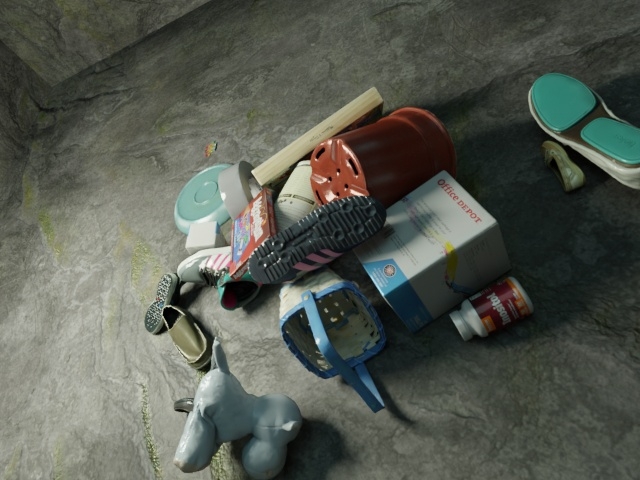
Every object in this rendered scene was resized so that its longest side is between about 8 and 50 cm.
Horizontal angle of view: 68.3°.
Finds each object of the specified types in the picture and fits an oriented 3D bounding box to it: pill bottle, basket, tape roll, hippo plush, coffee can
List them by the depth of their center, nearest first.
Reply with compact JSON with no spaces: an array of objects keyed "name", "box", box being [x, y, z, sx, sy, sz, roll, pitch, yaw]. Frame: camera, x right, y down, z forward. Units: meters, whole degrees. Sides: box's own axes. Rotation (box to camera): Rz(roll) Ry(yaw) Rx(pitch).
[{"name":"pill bottle","box":[0.350,0.145,0.975,0.152,0.086,0.086,-31,47,8]},{"name":"basket","box":[0.030,0.201,1.011,0.201,0.254,0.289,-29,36,6]},{"name":"hippo plush","box":[-0.165,0.387,1.043,0.237,0.234,0.294,19,81,-8]},{"name":"coffee can","box":[-0.042,-0.047,1.271,0.202,0.201,0.275,11,64,36]},{"name":"tape roll","box":[-0.217,-0.128,1.424,0.072,0.219,0.219,-24,48,14]}]

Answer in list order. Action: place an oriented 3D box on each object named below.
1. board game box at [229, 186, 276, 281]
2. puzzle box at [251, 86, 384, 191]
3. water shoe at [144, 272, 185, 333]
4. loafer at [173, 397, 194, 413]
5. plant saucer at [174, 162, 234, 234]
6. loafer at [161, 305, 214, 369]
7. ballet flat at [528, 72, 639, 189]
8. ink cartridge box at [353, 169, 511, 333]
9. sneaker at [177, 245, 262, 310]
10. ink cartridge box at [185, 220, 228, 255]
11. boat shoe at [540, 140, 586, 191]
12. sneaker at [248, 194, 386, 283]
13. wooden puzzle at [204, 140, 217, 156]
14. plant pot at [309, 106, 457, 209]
[{"name":"board game box","box":[-0.173,-0.025,1.195,0.145,0.027,0.281,-44,26,15]},{"name":"puzzle box","box":[0.002,-0.283,1.402,0.409,0.272,0.052,-34,89,6]},{"name":"water shoe","box":[-0.467,0.196,1.441,0.073,0.080,0.203,31,101,29]},{"name":"loafer","box":[-0.300,0.429,1.173,0.170,0.062,0.061,-8,59,28]},{"name":"plant saucer","box":[-0.400,-0.160,1.680,0.318,0.043,0.317,-16,51,21]},{"name":"loafer","box":[-0.384,0.266,1.322,0.094,0.087,0.251,-48,47,-9]},{"name":"ballet flat","box":[0.616,-0.245,1.080,0.139,0.139,0.400,-30,43,8]},{"name":"ink cartridge box","box":[0.241,0.027,1.051,0.270,0.197,0.198,-34,46,5]},{"name":"sneaker","box":[-0.284,0.119,1.347,0.296,0.123,0.178,-13,44,14]},{"name":"ink cartridge box","box":[-0.342,0.023,1.450,0.090,0.143,0.092,-7,52,5]},{"name":"boat shoe","box":[0.560,-0.177,1.112,0.048,0.056,0.153,-25,55,6]},{"name":"sneaker","box":[0.000,0.000,1.037,0.319,0.131,0.112,-24,76,12]},{"name":"wooden puzzle","box":[-0.436,-0.368,1.878,0.049,0.006,0.083,-15,51,21]},{"name":"plant pot","box":[0.134,-0.167,1.136,0.265,0.272,0.272,-20,36,-34]}]
